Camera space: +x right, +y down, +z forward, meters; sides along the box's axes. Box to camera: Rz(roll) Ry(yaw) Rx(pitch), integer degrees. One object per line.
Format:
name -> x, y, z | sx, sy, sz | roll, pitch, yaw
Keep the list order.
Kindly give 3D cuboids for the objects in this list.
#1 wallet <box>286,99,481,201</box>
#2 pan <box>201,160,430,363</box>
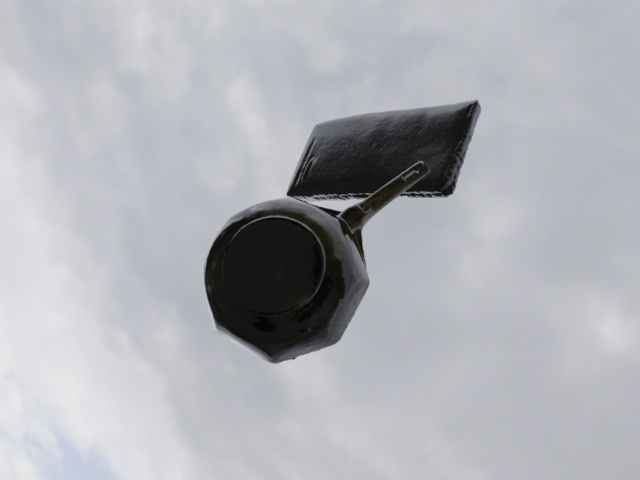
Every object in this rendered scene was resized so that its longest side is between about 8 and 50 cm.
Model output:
wallet -> 0.064, -0.104, 0.766 | 0.244, 0.124, 0.025 | 2, -29, 45
pan -> -0.014, -0.008, 0.507 | 0.128, 0.202, 0.048 | 25, -13, 14
